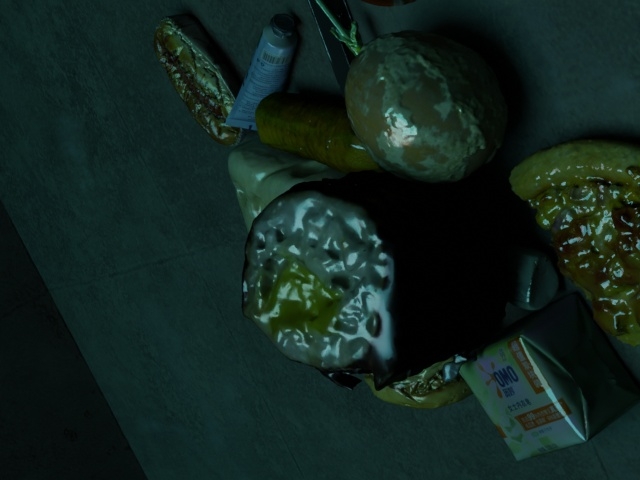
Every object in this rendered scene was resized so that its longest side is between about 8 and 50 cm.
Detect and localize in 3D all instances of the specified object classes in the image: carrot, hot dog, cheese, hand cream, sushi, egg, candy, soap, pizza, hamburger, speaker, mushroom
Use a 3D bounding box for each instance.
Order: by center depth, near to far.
[{"bbox_3d":[0.400,0.009,1.483,0.409,0.114,0.278,39,139,35],"label":"pizza"},{"bbox_3d":[0.137,-0.182,1.601,0.245,0.203,0.203,39,144,28],"label":"egg"},{"bbox_3d":[0.086,0.048,1.647,0.299,0.294,0.281,37,119,35],"label":"sushi"},{"bbox_3d":[0.328,0.202,1.717,0.182,0.138,0.199,58,150,4],"label":"soap"},{"bbox_3d":[0.250,0.029,1.742,0.223,0.081,0.092,32,165,43],"label":"mushroom"},{"bbox_3d":[0.038,-0.307,1.747,0.077,0.073,0.262,-33,96,39],"label":"candy"},{"bbox_3d":[0.029,-0.315,1.803,0.046,0.040,0.191,1,116,55],"label":"speaker"},{"bbox_3d":[0.171,0.183,1.875,0.213,0.213,0.108,15,128,50],"label":"hamburger"},{"bbox_3d":[0.017,-0.170,1.879,0.302,0.114,0.114,20,132,51],"label":"carrot"},{"bbox_3d":[-0.093,-0.274,1.991,0.271,0.091,0.058,114,159,-53],"label":"hand cream"},{"bbox_3d":[0.000,0.000,2.038,0.351,0.129,0.328,22,137,47],"label":"cheese"},{"bbox_3d":[-0.216,-0.290,2.152,0.268,0.075,0.144,52,146,8],"label":"hot dog"}]

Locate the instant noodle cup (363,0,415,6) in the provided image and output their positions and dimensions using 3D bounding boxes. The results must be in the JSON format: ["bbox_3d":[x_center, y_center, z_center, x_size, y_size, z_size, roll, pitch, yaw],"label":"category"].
[{"bbox_3d":[0.050,-0.439,1.492,0.192,0.250,0.250,35,143,51],"label":"instant noodle cup"}]
